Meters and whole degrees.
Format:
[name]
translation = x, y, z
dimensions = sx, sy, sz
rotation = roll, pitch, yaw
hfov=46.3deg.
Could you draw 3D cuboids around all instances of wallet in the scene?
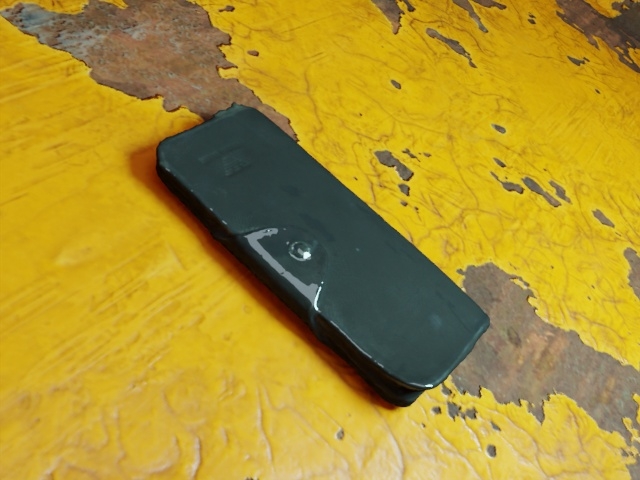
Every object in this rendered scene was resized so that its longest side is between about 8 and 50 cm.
[wallet]
translation = 0.000, 0.000, 0.780
dimensions = 0.377, 0.051, 0.197
rotation = 43, 39, 11
